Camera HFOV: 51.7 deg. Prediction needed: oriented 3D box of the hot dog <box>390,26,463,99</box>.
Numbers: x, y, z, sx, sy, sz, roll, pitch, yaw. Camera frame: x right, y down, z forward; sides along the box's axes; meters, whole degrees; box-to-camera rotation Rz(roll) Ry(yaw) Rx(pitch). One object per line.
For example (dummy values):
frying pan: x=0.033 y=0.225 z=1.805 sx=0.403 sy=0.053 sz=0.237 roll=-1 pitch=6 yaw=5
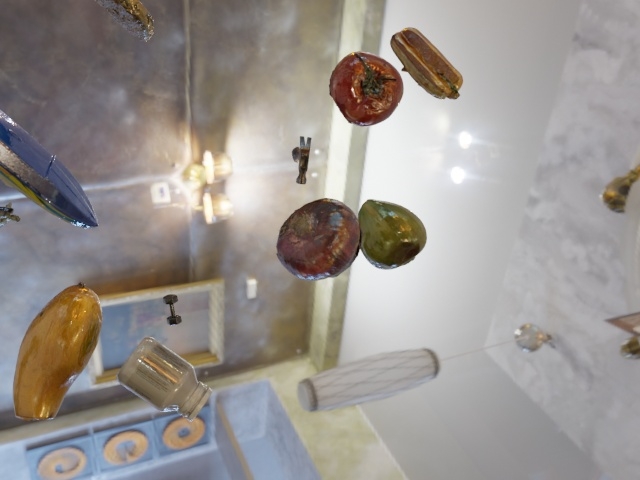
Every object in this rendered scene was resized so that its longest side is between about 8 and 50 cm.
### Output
hot dog: x=0.270 y=-0.444 z=1.692 sx=0.250 sy=0.104 sz=0.076 roll=52 pitch=-18 yaw=19

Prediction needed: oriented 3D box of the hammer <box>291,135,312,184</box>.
hammer: x=-0.064 y=-0.267 z=2.077 sx=0.290 sy=0.037 sz=0.137 roll=-114 pitch=-148 yaw=-74

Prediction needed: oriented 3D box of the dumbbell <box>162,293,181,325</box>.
dumbbell: x=-0.399 y=0.186 z=1.778 sx=0.040 sy=0.036 sz=0.083 roll=9 pitch=-70 yaw=57

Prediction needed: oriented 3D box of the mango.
mango: x=-0.637 y=0.269 z=1.583 sx=0.187 sy=0.144 sz=0.359 roll=34 pitch=-82 yaw=41

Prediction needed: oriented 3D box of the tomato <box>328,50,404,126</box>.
tomato: x=0.144 y=-0.440 z=1.890 sx=0.101 sy=0.228 sz=0.228 roll=163 pitch=-83 yaw=-70

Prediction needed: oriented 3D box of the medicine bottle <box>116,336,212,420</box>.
medicine bottle: x=-0.380 y=0.348 z=1.631 sx=0.215 sy=0.135 sz=0.135 roll=36 pitch=-28 yaw=-4

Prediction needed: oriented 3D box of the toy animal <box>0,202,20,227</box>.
toy animal: x=-0.786 y=-0.081 z=1.442 sx=0.073 sy=0.176 sz=0.217 roll=36 pitch=-28 yaw=45

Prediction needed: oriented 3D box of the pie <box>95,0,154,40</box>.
pie: x=-0.430 y=-0.505 z=1.404 sx=0.195 sy=0.046 sz=0.195 roll=38 pitch=-7 yaw=6

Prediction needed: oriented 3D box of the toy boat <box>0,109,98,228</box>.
toy boat: x=-0.556 y=-0.118 z=1.312 sx=0.295 sy=0.088 sz=0.129 roll=47 pitch=17 yaw=-34

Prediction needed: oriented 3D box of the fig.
fig: x=0.240 y=-0.033 z=2.338 sx=0.271 sy=0.239 sz=0.239 roll=58 pitch=-25 yaw=-2

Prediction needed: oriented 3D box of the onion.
onion: x=0.000 y=0.000 z=1.826 sx=0.190 sy=0.246 sz=0.246 roll=49 pitch=9 yaw=-51
